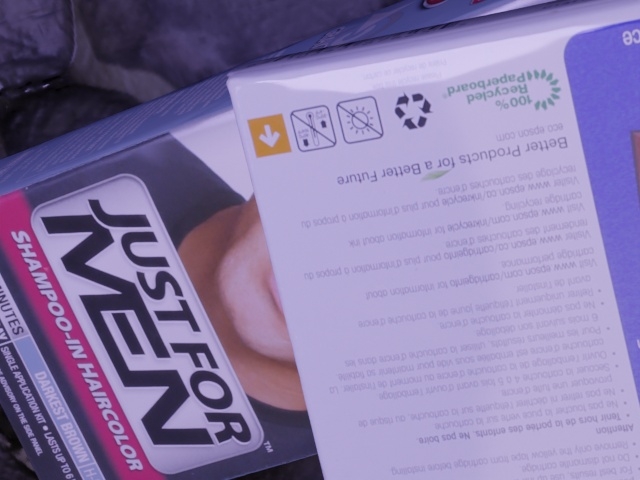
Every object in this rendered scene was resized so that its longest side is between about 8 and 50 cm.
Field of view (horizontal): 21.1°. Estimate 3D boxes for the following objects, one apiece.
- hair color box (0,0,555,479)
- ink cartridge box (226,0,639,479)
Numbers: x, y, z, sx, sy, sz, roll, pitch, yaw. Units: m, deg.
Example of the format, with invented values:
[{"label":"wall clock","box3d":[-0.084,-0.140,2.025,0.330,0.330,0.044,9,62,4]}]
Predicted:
[{"label":"hair color box","box3d":[0.000,0.000,0.879,0.374,0.113,0.185,-19,105,22]},{"label":"ink cartridge box","box3d":[0.138,0.046,0.742,0.303,0.072,0.307,-9,104,20]}]
